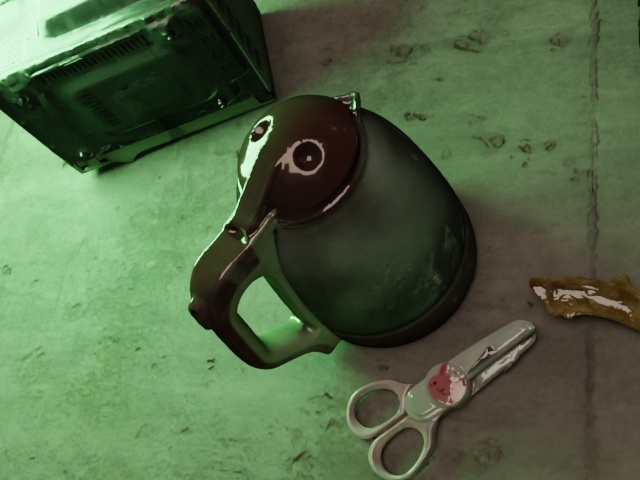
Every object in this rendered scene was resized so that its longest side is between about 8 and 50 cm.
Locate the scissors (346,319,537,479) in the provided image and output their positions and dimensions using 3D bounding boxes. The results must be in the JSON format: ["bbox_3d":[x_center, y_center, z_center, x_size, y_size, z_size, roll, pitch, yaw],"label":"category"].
[{"bbox_3d":[0.142,0.166,0.863,0.242,0.030,0.118,-39,57,9],"label":"scissors"}]

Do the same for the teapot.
[{"bbox_3d":[0.000,0.000,0.841,0.233,0.312,0.314,30,82,34],"label":"teapot"}]

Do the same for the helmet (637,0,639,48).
[{"bbox_3d":[0.471,-0.288,0.846,0.231,0.160,0.278,-13,63,21],"label":"helmet"}]

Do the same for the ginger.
[{"bbox_3d":[0.298,0.065,0.833,0.137,0.044,0.057,10,42,22],"label":"ginger"}]

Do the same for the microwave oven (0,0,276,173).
[{"bbox_3d":[-0.282,-0.278,1.124,0.355,0.286,0.218,-18,62,12],"label":"microwave oven"}]
